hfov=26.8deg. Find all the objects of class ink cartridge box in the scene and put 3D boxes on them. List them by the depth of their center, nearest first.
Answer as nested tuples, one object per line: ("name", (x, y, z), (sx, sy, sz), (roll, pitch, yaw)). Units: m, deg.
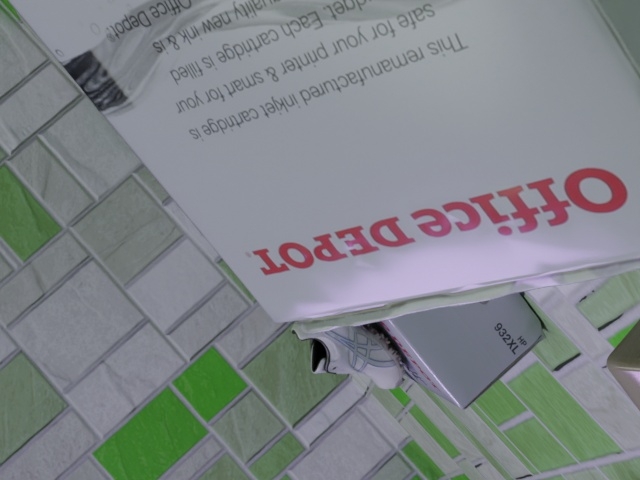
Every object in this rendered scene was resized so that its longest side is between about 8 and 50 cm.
("ink cartridge box", (-0.005, -0.166, 0.597), (0.285, 0.166, 0.395), (-13, 123, 45))
("ink cartridge box", (0.080, 0.039, 1.497), (0.223, 0.129, 0.307), (51, 170, -17))

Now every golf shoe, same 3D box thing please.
("golf shoe", (0.024, 0.112, 1.390), (0.069, 0.086, 0.176), (32, 163, 48))

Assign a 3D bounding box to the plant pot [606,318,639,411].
("plant pot", (0.276, 0.083, 0.878), (0.109, 0.109, 0.096), (51, 157, -17))
